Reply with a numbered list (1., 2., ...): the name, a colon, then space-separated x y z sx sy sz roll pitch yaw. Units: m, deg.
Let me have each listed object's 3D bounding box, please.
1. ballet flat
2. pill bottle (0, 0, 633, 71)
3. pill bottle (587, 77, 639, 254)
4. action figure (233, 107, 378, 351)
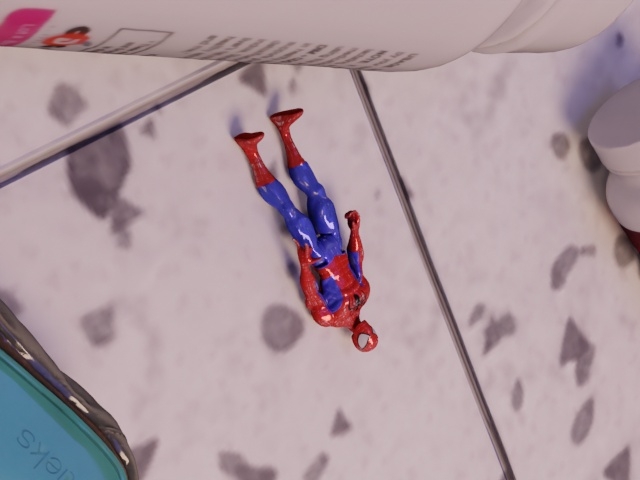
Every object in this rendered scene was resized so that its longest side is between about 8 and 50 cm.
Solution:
1. ballet flat: -0.146 0.031 0.448 0.072 0.068 0.213 -44 114 -20
2. pill bottle: -0.011 -0.145 0.483 0.283 0.160 0.160 -1 91 -35
3. pill bottle: 0.206 -0.015 0.683 0.086 0.086 0.152 -50 116 -24
4. action figure: 0.000 0.000 0.575 0.038 0.030 0.115 -36 113 -34
